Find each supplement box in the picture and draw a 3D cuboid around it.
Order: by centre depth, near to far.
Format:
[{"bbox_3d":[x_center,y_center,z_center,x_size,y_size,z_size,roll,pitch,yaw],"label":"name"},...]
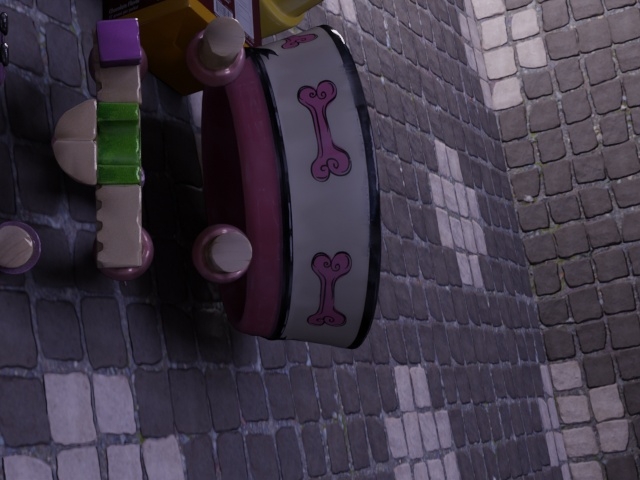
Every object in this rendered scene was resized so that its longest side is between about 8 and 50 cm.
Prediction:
[{"bbox_3d":[-0.181,-0.329,1.673,0.191,0.129,0.194,35,46,-57],"label":"supplement box"}]

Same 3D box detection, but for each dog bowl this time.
[{"bbox_3d":[-0.051,-0.060,1.579,0.408,0.150,0.407,174,-90,-76],"label":"dog bowl"}]

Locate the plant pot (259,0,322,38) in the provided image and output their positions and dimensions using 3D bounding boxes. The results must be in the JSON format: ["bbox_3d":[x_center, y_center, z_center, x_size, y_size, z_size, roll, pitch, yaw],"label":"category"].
[{"bbox_3d":[-0.042,-0.459,1.932,0.254,0.239,0.254,44,39,-50],"label":"plant pot"}]

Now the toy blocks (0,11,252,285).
[{"bbox_3d":[-0.233,-0.093,1.370,0.260,0.309,0.288,171,-83,-80],"label":"toy blocks"}]
